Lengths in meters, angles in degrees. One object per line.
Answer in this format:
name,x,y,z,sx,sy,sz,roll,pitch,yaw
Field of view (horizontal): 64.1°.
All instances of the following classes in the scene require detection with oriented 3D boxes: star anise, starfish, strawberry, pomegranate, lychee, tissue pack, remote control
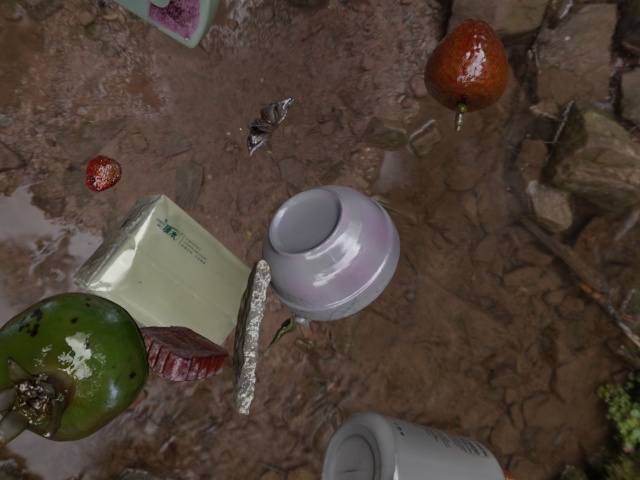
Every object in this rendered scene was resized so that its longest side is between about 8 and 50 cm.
star anise,-0.151,-0.325,1.427,0.065,0.182,0.195,34,138,3
starfish,-0.103,0.262,1.550,0.050,0.223,0.217,38,59,8
strawberry,-0.534,-0.163,1.256,0.083,0.083,0.096,39,60,-15
pomegranate,-0.302,0.156,0.594,0.182,0.224,0.181,-1,100,-4
lychee,0.413,-0.472,1.463,0.255,0.255,0.299,22,92,-13
tissue pack,-0.383,0.105,1.321,0.380,0.207,0.297,44,67,-28
remote control,-0.317,-0.437,0.778,0.344,0.145,0.050,30,57,-9

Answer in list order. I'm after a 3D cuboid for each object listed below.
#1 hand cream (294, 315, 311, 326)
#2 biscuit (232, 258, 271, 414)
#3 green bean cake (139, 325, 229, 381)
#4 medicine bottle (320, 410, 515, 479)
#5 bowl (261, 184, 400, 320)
hand cream,-0.024,0.151,1.282,0.061,0.039,0.143,51,48,-29
biscuit,-0.125,0.158,0.878,0.032,0.133,0.249,9,82,-17
green bean cake,-0.253,0.203,0.919,0.135,0.136,0.056,24,96,32
medicine bottle,0.154,0.348,0.723,0.289,0.157,0.156,25,98,-28
bowl,0.000,0.000,1.010,0.287,0.287,0.143,-38,136,1
